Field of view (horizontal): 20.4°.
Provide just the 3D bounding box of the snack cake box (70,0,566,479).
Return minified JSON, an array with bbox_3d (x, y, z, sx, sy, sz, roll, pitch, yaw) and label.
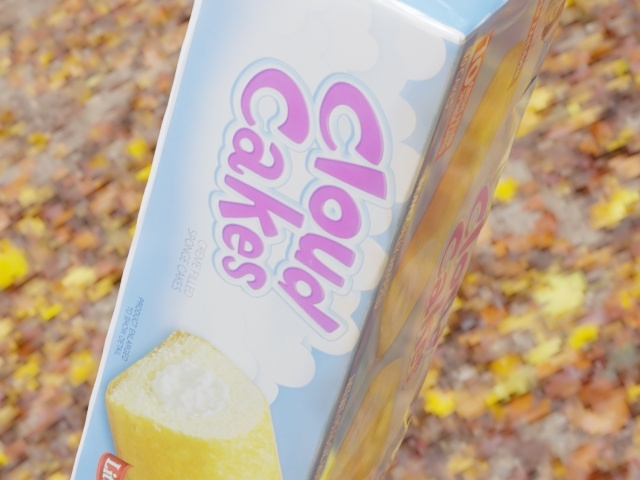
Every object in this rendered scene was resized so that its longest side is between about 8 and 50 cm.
[{"bbox_3d":[0.000,0.000,0.648,0.089,0.264,0.152,26,33,14],"label":"snack cake box"}]
